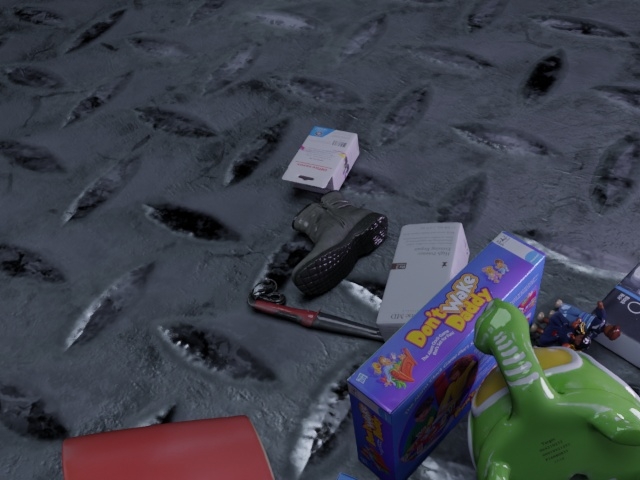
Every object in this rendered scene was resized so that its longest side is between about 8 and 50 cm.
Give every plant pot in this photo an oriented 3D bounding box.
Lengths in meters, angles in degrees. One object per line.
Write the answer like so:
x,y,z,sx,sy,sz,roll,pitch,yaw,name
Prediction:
-0.188,0.362,0.936,0.243,0.275,0.275,-13,46,-18,plant pot

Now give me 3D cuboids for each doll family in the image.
0.391,0.172,1.116,0.111,0.076,0.193,19,79,48,doll family

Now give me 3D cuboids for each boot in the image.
0.000,0.000,1.362,0.161,0.084,0.246,27,50,37,boot

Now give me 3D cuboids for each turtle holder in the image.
0.291,0.248,0.940,0.320,0.243,0.227,28,24,-15,turtle holder

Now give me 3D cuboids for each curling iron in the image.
-0.010,0.128,1.260,0.273,0.035,0.068,16,51,21,curling iron

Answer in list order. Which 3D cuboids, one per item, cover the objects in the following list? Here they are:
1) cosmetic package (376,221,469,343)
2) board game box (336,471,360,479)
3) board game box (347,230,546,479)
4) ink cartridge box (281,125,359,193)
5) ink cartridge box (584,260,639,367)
0.183,0.078,1.233,0.117,0.086,0.231,-4,43,25,cosmetic package
0.087,0.415,0.924,0.211,0.039,0.160,16,47,23,board game box
0.193,0.177,1.051,0.078,0.233,0.347,33,59,32,board game box
0.002,-0.159,1.507,0.104,0.062,0.181,14,50,20,ink cartridge box
0.610,0.173,1.114,0.165,0.065,0.332,-38,54,-25,ink cartridge box
